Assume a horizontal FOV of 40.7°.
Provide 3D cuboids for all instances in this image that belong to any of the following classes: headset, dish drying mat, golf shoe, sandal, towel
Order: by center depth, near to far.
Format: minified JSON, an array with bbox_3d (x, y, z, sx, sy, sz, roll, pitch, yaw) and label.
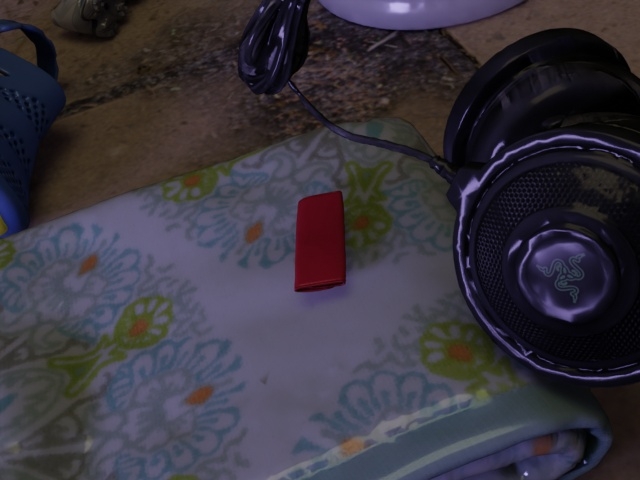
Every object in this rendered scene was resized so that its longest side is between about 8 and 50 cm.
[{"bbox_3d":[0.147,-0.052,0.471,0.394,0.185,0.243,20,30,-6],"label":"headset"},{"bbox_3d":[0.000,0.000,0.543,0.032,0.008,0.083,-9,43,8],"label":"dish drying mat"},{"bbox_3d":[-0.059,0.067,0.555,0.375,0.090,0.320,-18,45,-4],"label":"towel"},{"bbox_3d":[-0.297,-0.118,0.782,0.138,0.126,0.317,-20,46,-11],"label":"sandal"},{"bbox_3d":[-0.244,-0.300,0.987,0.086,0.069,0.176,6,46,28],"label":"golf shoe"}]

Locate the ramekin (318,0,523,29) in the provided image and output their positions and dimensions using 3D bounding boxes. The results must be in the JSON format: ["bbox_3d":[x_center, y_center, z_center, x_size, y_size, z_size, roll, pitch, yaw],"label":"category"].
[{"bbox_3d":[0.113,-0.350,0.891,0.277,0.135,0.277,-7,44,7],"label":"ramekin"}]
